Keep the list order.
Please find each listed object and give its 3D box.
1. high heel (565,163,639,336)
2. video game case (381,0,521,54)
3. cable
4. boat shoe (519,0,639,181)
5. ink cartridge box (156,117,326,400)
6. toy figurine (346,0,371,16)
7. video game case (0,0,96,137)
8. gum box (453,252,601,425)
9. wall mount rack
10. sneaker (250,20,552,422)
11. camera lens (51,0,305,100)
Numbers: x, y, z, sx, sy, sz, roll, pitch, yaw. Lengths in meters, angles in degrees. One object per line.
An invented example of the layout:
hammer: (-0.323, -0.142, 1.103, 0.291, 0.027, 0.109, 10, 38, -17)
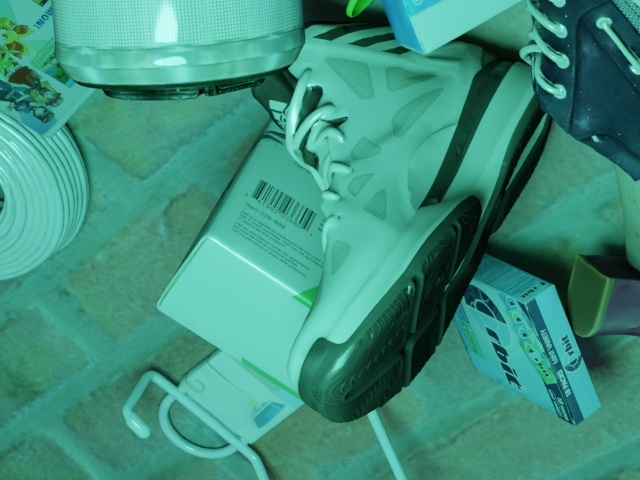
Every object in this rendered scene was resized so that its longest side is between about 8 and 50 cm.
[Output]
high heel: (0.364, -0.070, 1.542, 0.181, 0.127, 0.377, -1, 124, -27)
video game case: (0.132, -0.331, 1.342, 0.244, 0.061, 0.269, -31, 117, -12)
cable: (-0.381, -0.072, 1.780, 0.257, 0.089, 0.257, -21, 115, 30)
boat shoe: (0.208, -0.188, 1.327, 0.340, 0.127, 0.158, 38, 109, -19)
ink cartridge box: (0.000, 0.000, 1.572, 0.211, 0.289, 0.121, 33, 131, -5)
toy figurine: (0.019, -0.317, 1.448, 0.159, 0.130, 0.173, 38, 101, 7)
video game case: (-0.289, -0.279, 1.550, 0.300, 0.036, 0.329, 32, 122, -29)
gum box: (0.197, 0.091, 1.652, 0.184, 0.041, 0.157, 28, 147, 59)
wall mount rack: (-0.049, 0.222, 1.846, 0.304, 0.130, 0.350, 41, 128, -11)
sneaker: (0.022, -0.040, 1.452, 0.257, 0.447, 0.169, 22, 139, 15)
camera lens: (-0.128, -0.267, 1.385, 0.219, 0.219, 0.274, 1, 105, 19)
